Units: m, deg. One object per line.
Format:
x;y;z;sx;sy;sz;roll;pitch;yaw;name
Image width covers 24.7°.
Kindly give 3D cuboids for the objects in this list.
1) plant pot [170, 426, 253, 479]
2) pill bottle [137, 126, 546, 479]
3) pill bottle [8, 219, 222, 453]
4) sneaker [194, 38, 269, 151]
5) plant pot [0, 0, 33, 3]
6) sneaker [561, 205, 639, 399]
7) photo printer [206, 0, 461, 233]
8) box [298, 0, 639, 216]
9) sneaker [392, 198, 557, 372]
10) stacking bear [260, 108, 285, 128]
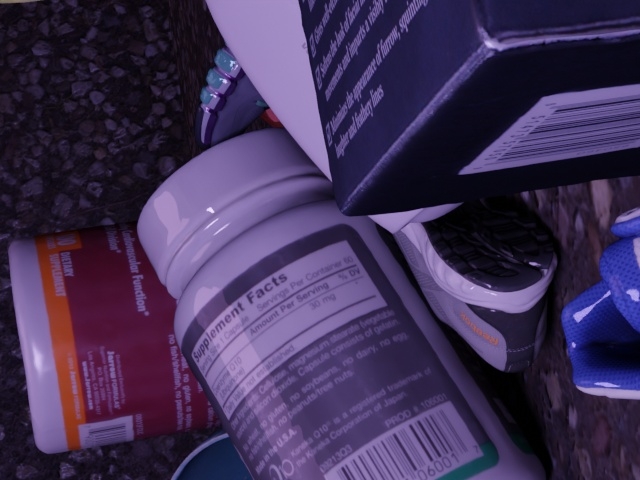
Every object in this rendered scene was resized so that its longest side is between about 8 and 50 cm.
0.019;0.260;1.417;0.195;0.290;0.290;-47;-42;-57;plant pot
0.007;0.098;1.188;0.361;0.204;0.204;58;160;22;pill bottle
-0.112;0.080;1.513;0.224;0.392;0.224;171;90;-78;pill bottle
-0.026;-0.145;1.162;0.224;0.098;0.083;-65;-5;33;sneaker
-0.100;-0.224;0.569;0.254;0.276;0.276;-154;56;-62;plant pot
0.191;0.010;0.608;0.296;0.131;0.112;107;155;-62;sneaker
0.043;-0.146;0.972;0.256;0.107;0.307;52;155;2;photo printer
0.096;-0.241;0.688;0.293;0.212;0.396;134;126;-76;box
0.102;0.006;1.145;0.271;0.100;0.108;-117;16;-58;sneaker
0.025;-0.239;1.228;0.175;0.164;0.289;-110;21;-46;stacking bear
